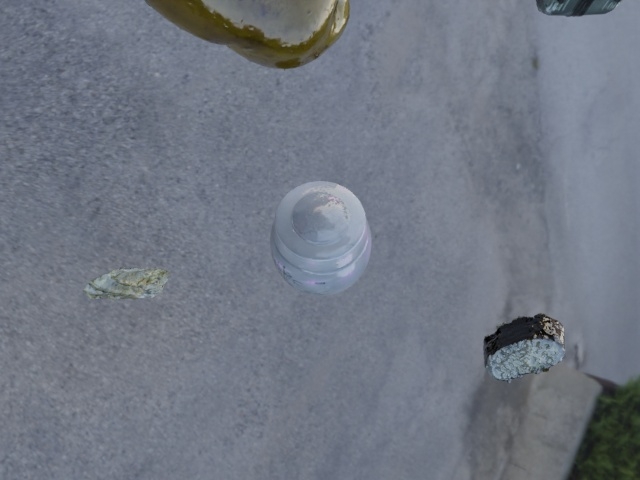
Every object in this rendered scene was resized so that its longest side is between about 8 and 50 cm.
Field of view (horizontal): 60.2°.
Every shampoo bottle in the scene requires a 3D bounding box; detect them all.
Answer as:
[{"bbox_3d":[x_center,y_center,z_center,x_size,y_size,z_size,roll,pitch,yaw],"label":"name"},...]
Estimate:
[{"bbox_3d":[0.000,0.000,1.473,0.273,0.273,0.266,-56,164,-20],"label":"shampoo bottle"}]

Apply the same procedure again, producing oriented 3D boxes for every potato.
[{"bbox_3d":[-0.104,-0.321,0.580,0.369,0.195,0.176,18,43,-39],"label":"potato"}]

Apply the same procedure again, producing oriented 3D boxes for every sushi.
[{"bbox_3d":[0.366,0.192,1.002,0.090,0.150,0.078,45,35,-15],"label":"sushi"}]

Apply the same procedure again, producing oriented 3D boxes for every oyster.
[{"bbox_3d":[-0.502,0.125,1.431,0.209,0.133,0.072,-6,60,-26],"label":"oyster"}]

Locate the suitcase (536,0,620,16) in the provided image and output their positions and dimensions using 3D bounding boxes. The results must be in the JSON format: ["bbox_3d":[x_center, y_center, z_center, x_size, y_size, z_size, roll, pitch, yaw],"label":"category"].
[{"bbox_3d":[0.377,-0.455,0.715,0.312,0.128,0.202,86,4,-76],"label":"suitcase"}]
